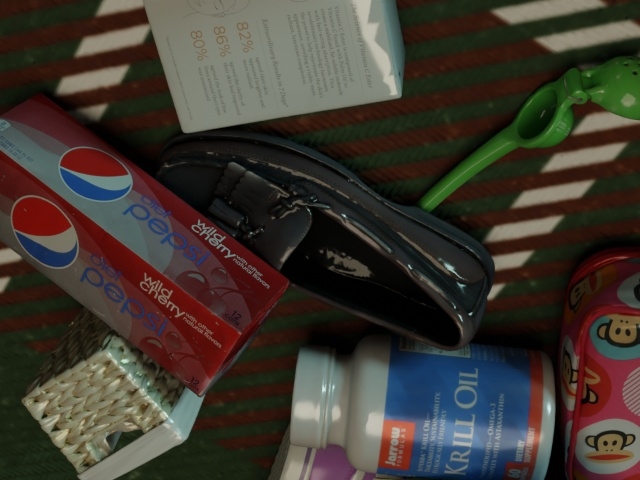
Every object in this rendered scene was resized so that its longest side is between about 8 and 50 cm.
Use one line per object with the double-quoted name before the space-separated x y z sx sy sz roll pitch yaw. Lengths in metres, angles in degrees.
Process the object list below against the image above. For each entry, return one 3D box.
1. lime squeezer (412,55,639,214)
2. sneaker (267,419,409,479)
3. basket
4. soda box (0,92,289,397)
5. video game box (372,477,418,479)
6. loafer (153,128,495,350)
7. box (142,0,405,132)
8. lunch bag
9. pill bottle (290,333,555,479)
"lime squeezer" 0.207 -0.093 0.896 0.311 0.058 0.110 -14 151 13
"sneaker" 0.006 0.312 1.122 0.161 0.102 0.282 17 121 -8
"basket" -0.167 0.111 0.981 0.113 0.167 0.103 -30 109 22
"soda box" -0.162 0.001 0.909 0.263 0.083 0.092 37 130 4
"video game box" 0.178 0.248 1.000 0.205 0.048 0.187 -5 157 38
"loafer" 0.000 0.000 0.926 0.303 0.095 0.109 22 128 -3
"box" -0.031 -0.167 0.841 0.171 0.091 0.130 -8 119 10
"lunch bag" 0.351 0.135 0.968 0.293 0.120 0.258 1 121 4
"pill bottle" 0.088 0.148 1.000 0.222 0.124 0.124 4 121 3
